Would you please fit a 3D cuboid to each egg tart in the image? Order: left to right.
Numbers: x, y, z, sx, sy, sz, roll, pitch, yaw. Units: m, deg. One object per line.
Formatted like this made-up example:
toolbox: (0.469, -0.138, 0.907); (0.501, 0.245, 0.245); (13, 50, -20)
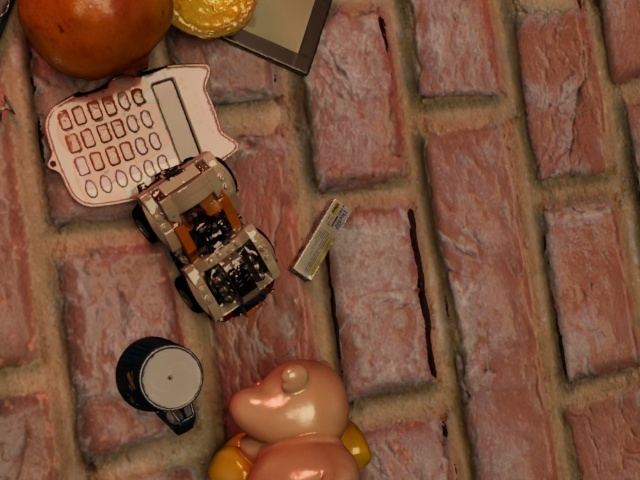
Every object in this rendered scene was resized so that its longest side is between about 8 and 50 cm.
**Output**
egg tart: (-0.210, -0.445, 1.766); (0.191, 0.074, 0.191); (2, 85, -21)

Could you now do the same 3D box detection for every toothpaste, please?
toothpaste: (0.000, 0.000, 1.846); (0.046, 0.034, 0.164); (35, 74, -15)

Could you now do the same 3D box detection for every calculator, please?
calculator: (-0.324, -0.185, 1.730); (0.329, 0.048, 0.220); (-21, 94, -20)

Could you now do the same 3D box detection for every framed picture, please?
framed picture: (-0.139, -0.493, 1.847); (0.346, 0.016, 0.265); (20, 78, -19)

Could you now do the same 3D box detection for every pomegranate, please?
pomegranate: (-0.370, -0.390, 1.629); (0.264, 0.264, 0.265); (2, 84, -22)

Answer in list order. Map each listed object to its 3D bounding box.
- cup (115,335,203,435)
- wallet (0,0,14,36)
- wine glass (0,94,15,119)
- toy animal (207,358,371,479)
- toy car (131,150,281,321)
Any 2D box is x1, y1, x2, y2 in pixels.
cup: (-0.259, 0.247, 1.654); (0.131, 0.155, 0.177); (-28, 94, -21)
wallet: (-0.594, -0.417, 1.615); (0.190, 0.046, 0.379); (24, 75, -38)
wine glass: (-0.556, -0.209, 1.639); (0.083, 0.042, 0.039); (-31, 91, -18)
toy animal: (-0.068, 0.319, 1.650); (0.277, 0.345, 0.247); (-5, 99, 11)
toy car: (-0.187, -0.001, 1.717); (0.193, 0.118, 0.301); (-35, 108, -20)
